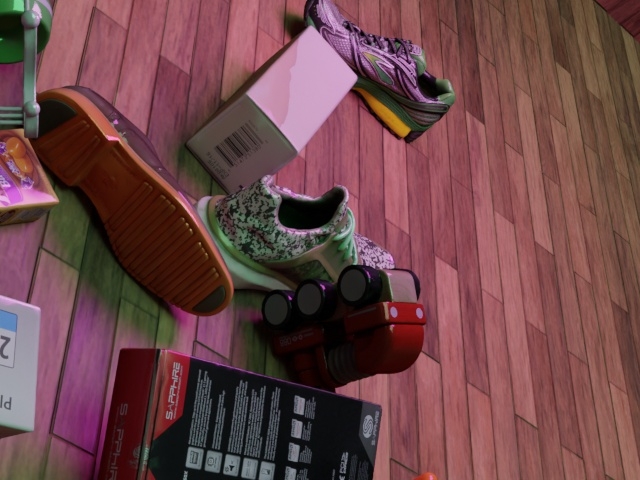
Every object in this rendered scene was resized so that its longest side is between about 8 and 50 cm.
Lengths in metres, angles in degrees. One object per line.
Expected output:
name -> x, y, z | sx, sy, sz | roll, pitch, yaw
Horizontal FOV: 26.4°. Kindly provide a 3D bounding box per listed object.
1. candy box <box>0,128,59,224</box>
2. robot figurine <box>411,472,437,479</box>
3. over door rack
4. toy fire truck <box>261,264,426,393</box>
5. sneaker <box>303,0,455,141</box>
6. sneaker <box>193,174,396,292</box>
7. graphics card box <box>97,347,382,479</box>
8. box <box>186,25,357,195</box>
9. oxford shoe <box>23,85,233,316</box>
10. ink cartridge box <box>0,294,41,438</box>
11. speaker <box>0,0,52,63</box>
candy box -> -0.411, -0.072, 1.621 | 0.187, 0.053, 0.109 | -13, 71, -55
robot figurine -> 0.143, 0.422, 1.824 | 0.158, 0.128, 0.219 | 81, 7, -46
over door rack -> -0.451, -0.266, 1.590 | 0.240, 0.108, 0.324 | 0, 57, -14
toy fire truck -> 0.029, 0.171, 1.847 | 0.158, 0.217, 0.246 | 6, 70, -50
sneaker -> 0.106, -0.336, 2.473 | 0.343, 0.146, 0.134 | 37, 36, -25
sneaker -> 0.000, 0.000, 1.977 | 0.410, 0.182, 0.158 | 13, 50, -48
graphics card box -> -0.090, 0.272, 1.602 | 0.371, 0.094, 0.232 | 19, 73, -42
box -> -0.069, -0.203, 2.116 | 0.121, 0.148, 0.311 | 48, 30, -10
oxford shoe -> -0.227, -0.063, 1.793 | 0.363, 0.130, 0.133 | 53, 25, -3
ink cartridge box -> -0.411, 0.158, 1.313 | 0.296, 0.066, 0.261 | 23, 59, -45
speaker -> -0.435, -0.383, 1.812 | 0.131, 0.131, 0.296 | 17, 48, -45
